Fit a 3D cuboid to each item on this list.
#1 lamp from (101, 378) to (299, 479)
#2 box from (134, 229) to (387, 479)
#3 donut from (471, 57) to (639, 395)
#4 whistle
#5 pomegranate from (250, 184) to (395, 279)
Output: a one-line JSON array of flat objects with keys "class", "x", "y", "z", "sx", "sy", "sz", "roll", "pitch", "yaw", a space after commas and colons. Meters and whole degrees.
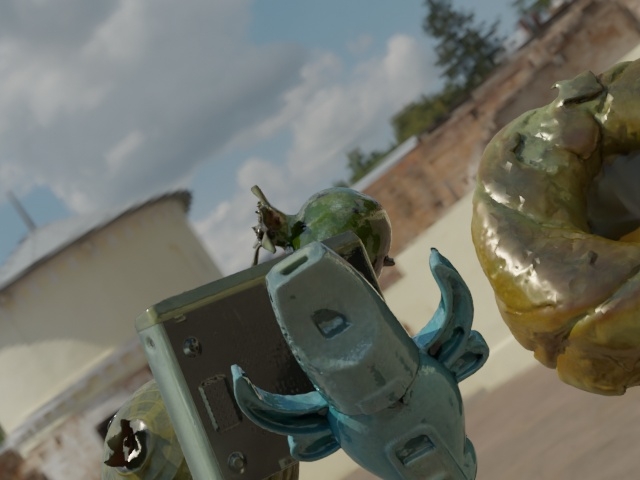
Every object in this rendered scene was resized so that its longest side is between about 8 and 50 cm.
[{"class": "lamp", "x": -0.163, "y": 0.269, "z": 1.621, "sx": 0.250, "sy": 0.250, "sz": 0.284, "roll": -38, "pitch": -37, "yaw": 22}, {"class": "box", "x": -0.031, "y": 0.121, "z": 1.311, "sx": 0.270, "sy": 0.210, "sz": 0.045, "roll": -19, "pitch": -3, "yaw": -38}, {"class": "donut", "x": 0.308, "y": -0.021, "z": 1.309, "sx": 0.360, "sy": 0.360, "sz": 0.170, "roll": -35, "pitch": -43, "yaw": -4}, {"class": "whistle", "x": 0.044, "y": 0.109, "z": 0.996, "sx": 0.186, "sy": 0.274, "sz": 0.093, "roll": -30, "pitch": 33, "yaw": 5}, {"class": "pomegranate", "x": 0.002, "y": 0.005, "z": 1.621, "sx": 0.169, "sy": 0.148, "sz": 0.148, "roll": -2, "pitch": -16, "yaw": -14}]
